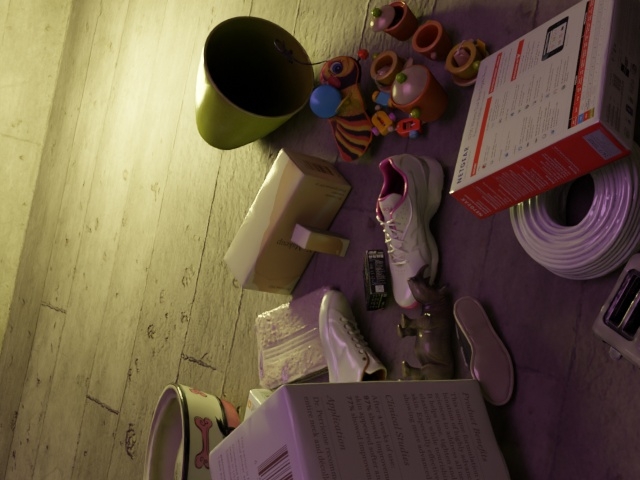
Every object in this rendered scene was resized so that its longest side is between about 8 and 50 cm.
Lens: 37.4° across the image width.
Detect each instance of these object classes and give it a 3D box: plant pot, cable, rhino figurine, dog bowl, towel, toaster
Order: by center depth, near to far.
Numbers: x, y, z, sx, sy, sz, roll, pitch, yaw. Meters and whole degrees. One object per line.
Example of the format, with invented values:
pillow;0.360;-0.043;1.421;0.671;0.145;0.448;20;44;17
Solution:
toaster;0.515;0.118;1.378;0.168;0.110;0.186;42;113;47
cable;0.427;-0.063;1.552;0.257;0.089;0.257;-49;47;32
rhino figurine;0.200;0.164;1.772;0.073;0.106;0.244;121;151;-75
towel;-0.054;0.223;2.114;0.282;0.049;0.187;-29;59;44
dog bowl;-0.295;0.537;2.179;0.408;0.150;0.408;-172;90;-69
plant pot;-0.198;-0.348;2.307;0.293;0.274;0.275;137;132;-57

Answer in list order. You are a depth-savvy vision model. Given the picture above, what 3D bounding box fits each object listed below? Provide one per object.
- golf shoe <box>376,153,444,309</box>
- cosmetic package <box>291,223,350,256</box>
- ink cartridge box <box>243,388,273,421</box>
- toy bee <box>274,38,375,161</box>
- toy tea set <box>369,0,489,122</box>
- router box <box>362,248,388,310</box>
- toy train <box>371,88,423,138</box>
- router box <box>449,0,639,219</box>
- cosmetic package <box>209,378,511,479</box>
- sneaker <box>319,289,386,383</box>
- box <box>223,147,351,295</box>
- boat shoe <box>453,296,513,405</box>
golf shoe;0.157;-0.022;1.843;0.115;0.140;0.307;-6;77;49
cosmetic package;0.000;0.000;2.051;0.060;0.115;0.041;32;106;51
ink cartridge box;-0.098;0.524;2.034;0.303;0.072;0.308;32;115;55
toy bee;0.048;-0.326;2.012;0.162;0.298;0.195;-29;26;16
toy tea set;0.175;-0.377;1.898;0.200;0.124;0.336;-51;43;8
router box;0.110;0.081;1.903;0.122;0.038;0.092;93;171;-70
toy train;0.168;-0.268;1.976;0.125;0.046;0.166;-17;57;24
router box;0.376;-0.231;1.563;0.301;0.082;0.336;-26;36;46
cosmetic package;0.071;0.445;1.579;0.327;0.393;0.330;-49;45;47
sneaker;0.078;0.231;1.924;0.123;0.106;0.290;-20;67;29
box;-0.078;-0.038;2.138;0.121;0.147;0.311;52;122;44
boat shoe;0.291;0.202;1.694;0.065;0.075;0.206;81;172;-65
